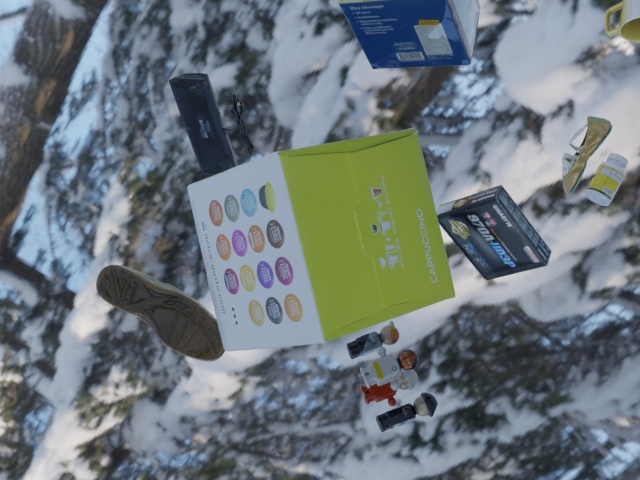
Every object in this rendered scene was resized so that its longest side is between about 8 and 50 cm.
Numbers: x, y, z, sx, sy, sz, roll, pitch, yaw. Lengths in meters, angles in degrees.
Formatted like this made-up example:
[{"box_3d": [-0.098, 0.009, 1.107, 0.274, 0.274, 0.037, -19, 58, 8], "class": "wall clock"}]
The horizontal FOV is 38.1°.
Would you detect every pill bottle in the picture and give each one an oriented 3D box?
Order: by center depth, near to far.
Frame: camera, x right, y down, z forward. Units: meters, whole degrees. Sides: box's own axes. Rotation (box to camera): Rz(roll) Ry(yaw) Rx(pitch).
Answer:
[{"box_3d": [0.679, -0.146, 2.188, 0.065, 0.116, 0.065, 30, 172, 4], "class": "pill bottle"}]

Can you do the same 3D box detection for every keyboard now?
[{"box_3d": [-0.261, -0.291, 2.378, 0.202, 0.317, 0.033, 8, -134, 25], "class": "keyboard"}]

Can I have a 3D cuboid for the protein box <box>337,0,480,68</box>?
[{"box_3d": [0.167, -0.430, 1.695, 0.201, 0.200, 0.136, 51, -133, -56], "class": "protein box"}]

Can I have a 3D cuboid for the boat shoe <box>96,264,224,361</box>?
[{"box_3d": [-0.309, 0.141, 1.877, 0.302, 0.109, 0.098, 29, -175, 11], "class": "boat shoe"}]

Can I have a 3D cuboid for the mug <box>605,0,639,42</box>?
[{"box_3d": [0.396, -0.290, 1.154, 0.062, 0.078, 0.064, 52, -140, -66], "class": "mug"}]

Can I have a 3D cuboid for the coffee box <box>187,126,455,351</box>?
[{"box_3d": [0.000, 0.000, 1.764, 0.338, 0.334, 0.337, -14, -89, -37], "class": "coffee box"}]

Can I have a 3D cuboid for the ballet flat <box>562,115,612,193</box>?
[{"box_3d": [0.658, -0.223, 2.360, 0.073, 0.232, 0.080, 23, -142, 0], "class": "ballet flat"}]

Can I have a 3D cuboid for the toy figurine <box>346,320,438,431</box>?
[{"box_3d": [0.168, 0.318, 2.178, 0.213, 0.148, 0.209, -124, 15, -68], "class": "toy figurine"}]

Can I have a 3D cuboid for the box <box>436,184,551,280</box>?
[{"box_3d": [0.394, -0.013, 2.113, 0.220, 0.175, 0.051, 49, -132, -23], "class": "box"}]
